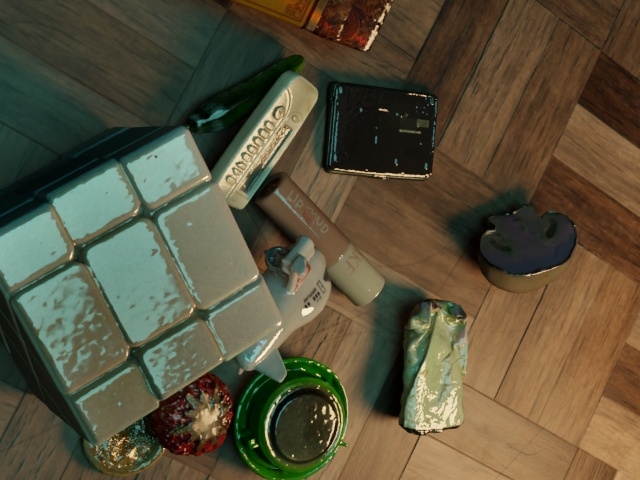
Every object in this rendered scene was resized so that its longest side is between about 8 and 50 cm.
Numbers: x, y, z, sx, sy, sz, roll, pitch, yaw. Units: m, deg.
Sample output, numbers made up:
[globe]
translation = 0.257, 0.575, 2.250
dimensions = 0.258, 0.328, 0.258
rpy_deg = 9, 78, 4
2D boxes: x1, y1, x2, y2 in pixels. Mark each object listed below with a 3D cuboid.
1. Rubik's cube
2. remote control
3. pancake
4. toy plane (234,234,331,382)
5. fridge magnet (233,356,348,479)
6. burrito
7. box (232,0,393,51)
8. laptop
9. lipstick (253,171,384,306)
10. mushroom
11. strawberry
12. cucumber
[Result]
[Rubik's cube]
translation = -0.297, 0.045, 1.654
dimensions = 0.316, 0.322, 0.319
rpy_deg = -31, 108, -20
[remote control]
translation = -0.094, -0.160, 1.860
dimensions = 0.230, 0.049, 0.090
rpy_deg = -55, 145, 1
[pancake]
translation = -0.300, 0.291, 1.836
dimensions = 0.151, 0.025, 0.152
rpy_deg = -3, 97, -26
[toy plane]
translation = -0.061, 0.102, 1.825
dimensions = 0.118, 0.252, 0.252
rpy_deg = 27, 81, 6
[fridge magnet]
translation = -0.043, 0.292, 1.926
dimensions = 0.208, 0.088, 0.208
rpy_deg = -4, 98, -28
[burrito]
translation = 0.190, 0.214, 2.041
dimensions = 0.144, 0.089, 0.229
rpy_deg = 0, 95, -40
[box]
translation = -0.058, -0.475, 1.795
dimensions = 0.415, 0.116, 0.264
rpy_deg = 15, 112, -26
[laptop]
translation = 0.104, -0.180, 1.998
dimensions = 0.207, 0.026, 0.154
rpy_deg = 4, 92, -27
[lipstick]
translation = 0.000, 0.000, 1.936
dimensions = 0.254, 0.070, 0.070
rpy_deg = 46, 74, -22
[mushroom]
translation = 0.358, 0.029, 2.094
dimensions = 0.188, 0.141, 0.117
rpy_deg = -14, 134, -20
[strawberry]
translation = -0.194, 0.266, 1.839
dimensions = 0.145, 0.086, 0.145
rpy_deg = -1, 91, -36
[cucumber]
translation = -0.122, -0.221, 1.870
dimensions = 0.250, 0.056, 0.056
rpy_deg = -32, 107, -22
